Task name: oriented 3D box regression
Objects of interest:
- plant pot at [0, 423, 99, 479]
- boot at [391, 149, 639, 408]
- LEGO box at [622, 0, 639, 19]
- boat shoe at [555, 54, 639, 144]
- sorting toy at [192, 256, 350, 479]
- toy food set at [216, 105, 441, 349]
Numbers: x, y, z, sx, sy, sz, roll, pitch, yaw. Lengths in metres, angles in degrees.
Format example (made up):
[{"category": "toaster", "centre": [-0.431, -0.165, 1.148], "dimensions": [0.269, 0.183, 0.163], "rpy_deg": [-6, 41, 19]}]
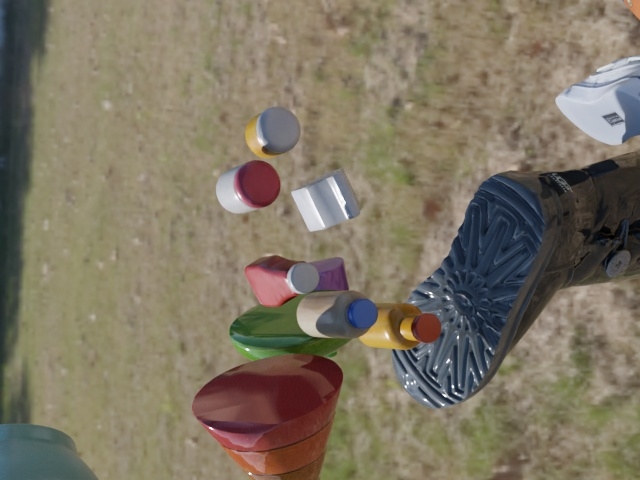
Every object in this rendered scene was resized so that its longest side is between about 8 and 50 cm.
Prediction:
[{"category": "plant pot", "centre": [-0.395, 0.355, 1.276], "dimensions": [0.293, 0.293, 0.196], "rpy_deg": [120, 147, -49]}, {"category": "boot", "centre": [0.338, 0.038, 1.336], "dimensions": [0.146, 0.445, 0.367], "rpy_deg": [51, 134, 27]}, {"category": "LEGO box", "centre": [0.372, -0.415, 0.712], "dimensions": [0.193, 0.500, 0.372], "rpy_deg": [59, -173, -47]}, {"category": "boat shoe", "centre": [0.369, -0.174, 1.209], "dimensions": [0.084, 0.095, 0.258], "rpy_deg": [-48, 12, -2]}, {"category": "sorting toy", "centre": [-0.015, 0.132, 0.923], "dimensions": [0.365, 0.127, 0.126], "rpy_deg": [-69, -32, -70]}, {"category": "toy food set", "centre": [0.000, 0.000, 0.825], "dimensions": [0.232, 0.111, 0.104], "rpy_deg": [65, 157, -7]}]
